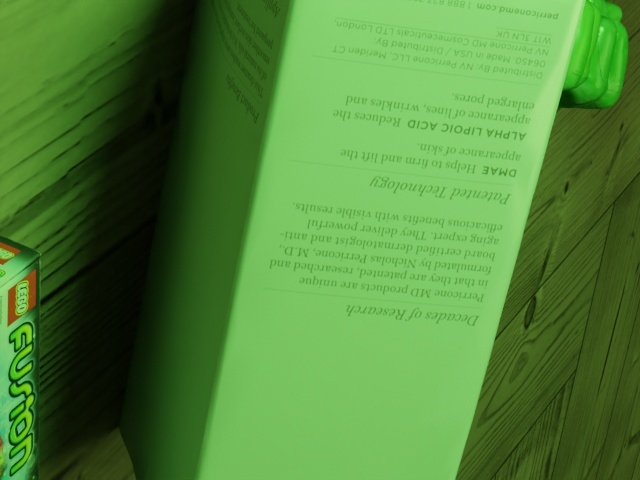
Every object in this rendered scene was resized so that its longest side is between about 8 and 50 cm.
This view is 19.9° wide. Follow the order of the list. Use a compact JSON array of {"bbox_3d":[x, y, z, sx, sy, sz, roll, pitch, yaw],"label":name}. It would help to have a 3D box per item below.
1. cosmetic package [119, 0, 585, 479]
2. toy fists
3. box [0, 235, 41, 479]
[{"bbox_3d":[0.000,0.000,1.017,0.217,0.156,0.385,-116,-146,-61],"label":"cosmetic package"},{"bbox_3d":[0.154,-0.159,1.382,0.279,0.142,0.096,10,101,-69],"label":"toy fists"},{"bbox_3d":[-0.191,0.109,0.940,0.114,0.036,0.207,-44,148,-48],"label":"box"}]
